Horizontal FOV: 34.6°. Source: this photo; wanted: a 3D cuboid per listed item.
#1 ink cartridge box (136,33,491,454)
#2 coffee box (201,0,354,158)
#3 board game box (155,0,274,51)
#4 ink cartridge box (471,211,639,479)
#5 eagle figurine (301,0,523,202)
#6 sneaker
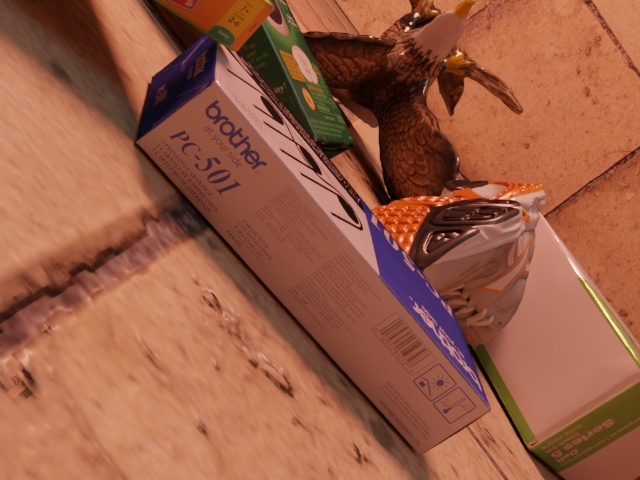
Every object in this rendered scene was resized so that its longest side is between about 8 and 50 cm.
[{"bbox_3d":[0.000,0.000,0.495,0.207,0.046,0.097,50,13,-23],"label":"ink cartridge box"},{"bbox_3d":[-0.043,-0.135,0.654,0.184,0.040,0.113,64,14,2],"label":"coffee box"},{"bbox_3d":[-0.131,-0.170,0.394,0.259,0.039,0.124,23,26,-48],"label":"board game box"},{"bbox_3d":[0.242,0.128,0.932,0.273,0.115,0.198,43,16,-45],"label":"ink cartridge box"},{"bbox_3d":[0.069,-0.149,0.987,0.226,0.225,0.298,17,40,15],"label":"eagle figurine"},{"bbox_3d":[0.107,0.026,0.746,0.262,0.099,0.121,-18,110,-61],"label":"sneaker"}]
